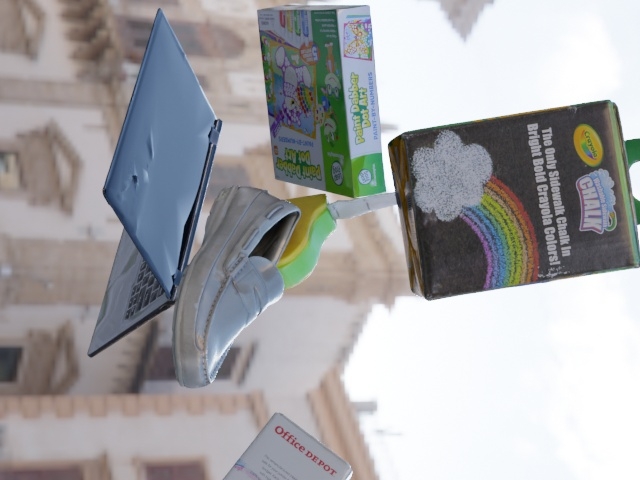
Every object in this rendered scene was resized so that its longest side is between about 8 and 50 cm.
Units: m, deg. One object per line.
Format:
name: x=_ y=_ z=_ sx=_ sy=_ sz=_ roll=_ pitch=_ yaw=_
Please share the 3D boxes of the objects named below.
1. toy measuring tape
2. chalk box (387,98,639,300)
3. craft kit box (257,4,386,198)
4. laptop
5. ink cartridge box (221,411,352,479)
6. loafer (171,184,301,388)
toy measuring tape: x=0.000 y=0.000 z=1.961 sx=0.121 sy=0.330 sz=0.121 roll=-9 pitch=90 yaw=-77
chalk box: x=0.231 y=-0.046 z=1.573 sx=0.179 sy=0.289 sz=0.180 roll=-161 pitch=-117 yaw=-87
craft kit box: x=-0.001 y=-0.192 z=1.996 sx=0.250 sy=0.061 sz=0.246 roll=16 pitch=-63 yaw=62
laptop: x=-0.314 y=-0.084 z=2.390 sx=0.408 sy=0.236 sz=0.382 roll=-33 pitch=-145 yaw=43
ink cartridge box: x=-0.059 y=0.330 z=1.909 sx=0.175 sy=0.127 sz=0.072 roll=-51 pitch=169 yaw=-14
loafer: x=-0.101 y=0.050 z=1.789 sx=0.112 sy=0.111 sz=0.319 roll=88 pitch=13 yaw=-45
